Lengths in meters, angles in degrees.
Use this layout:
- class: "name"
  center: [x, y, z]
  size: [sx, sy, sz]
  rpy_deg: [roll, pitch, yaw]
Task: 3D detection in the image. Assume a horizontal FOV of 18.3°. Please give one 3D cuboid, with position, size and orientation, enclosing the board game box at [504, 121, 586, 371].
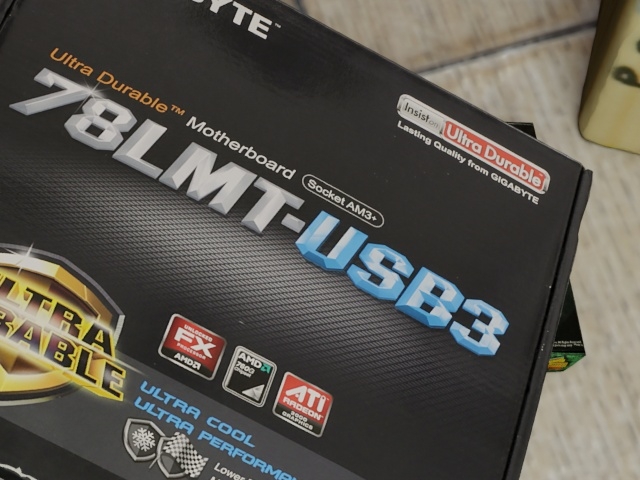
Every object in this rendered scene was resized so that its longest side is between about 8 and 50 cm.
- class: "board game box"
  center: [0.000, 0.000, 0.979]
  size: [0.259, 0.030, 0.136]
  rpy_deg: [2, 66, -23]

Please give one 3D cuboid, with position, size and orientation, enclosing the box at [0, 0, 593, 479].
- class: "box"
  center: [-0.042, 0.021, 0.874]
  size: [0.295, 0.073, 0.293]
  rpy_deg: [29, 52, -10]

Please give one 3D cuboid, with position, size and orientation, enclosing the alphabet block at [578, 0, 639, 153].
- class: "alphabet block"
  center: [0.253, -0.155, 1.019]
  size: [0.192, 0.197, 0.193]
  rpy_deg: [15, 65, 4]
